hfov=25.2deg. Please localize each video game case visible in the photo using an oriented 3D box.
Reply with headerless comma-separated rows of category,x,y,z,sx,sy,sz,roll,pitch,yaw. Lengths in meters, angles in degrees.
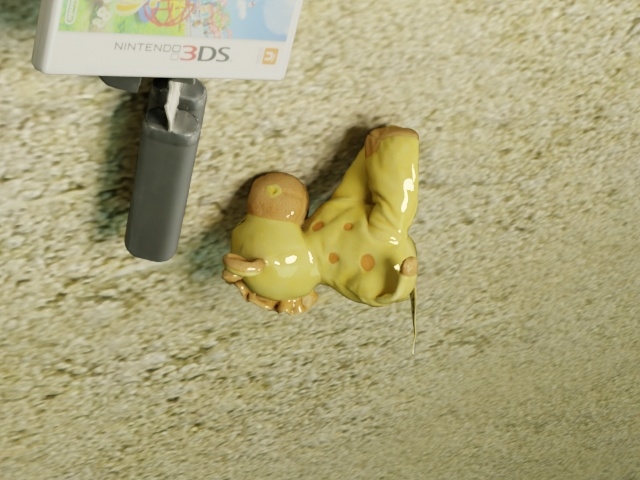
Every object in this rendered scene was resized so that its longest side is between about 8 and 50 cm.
video game case,-0.081,-0.207,0.935,0.193,0.023,0.212,-4,118,-38

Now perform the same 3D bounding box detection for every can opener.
can opener,-0.128,-0.096,1.098,0.093,0.074,0.280,10,139,-1

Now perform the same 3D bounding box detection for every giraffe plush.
giraffe plush,0.000,0.000,1.264,0.170,0.210,0.181,1,150,3
